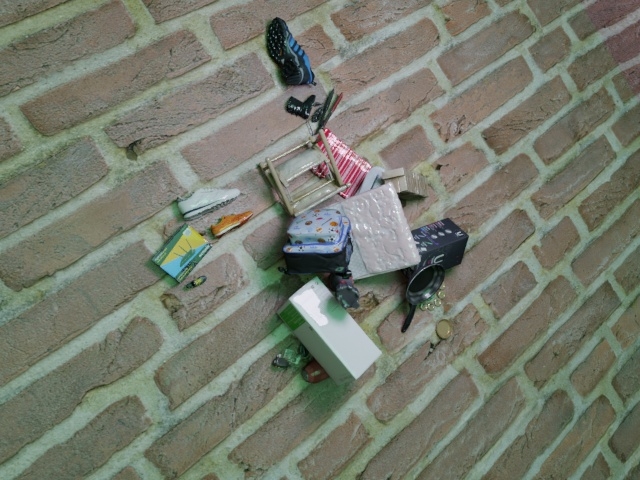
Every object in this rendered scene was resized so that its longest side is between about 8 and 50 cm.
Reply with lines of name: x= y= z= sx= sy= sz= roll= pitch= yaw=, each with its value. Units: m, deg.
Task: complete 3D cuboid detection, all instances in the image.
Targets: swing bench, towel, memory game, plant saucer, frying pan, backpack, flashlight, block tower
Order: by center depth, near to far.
backpack: x=0.000 y=0.000 z=1.750 sx=0.276 sy=0.263 sz=0.213 roll=3 pitch=115 yaw=14
flashlight: x=0.083 y=0.171 z=1.751 sx=0.103 sy=0.304 sz=0.103 roll=-3 pitch=95 yaw=0
swing bench: x=-0.061 y=-0.252 z=1.844 sx=0.253 sy=0.165 sz=0.255 roll=-30 pitch=100 yaw=-13
towel: x=0.191 y=-0.024 z=1.859 sx=0.316 sy=0.053 sz=0.332 roll=-18 pitch=98 yaw=21
block tower: x=0.356 y=-0.225 z=1.952 sx=0.335 sy=0.090 sz=0.097 roll=3 pitch=79 yaw=-61
frying pan: x=0.419 y=0.222 z=1.958 sx=0.197 sy=0.053 sz=0.326 roll=-19 pitch=132 yaw=-23
towel: x=0.075 y=-0.317 z=1.989 sx=0.274 sy=0.031 sz=0.199 roll=38 pitch=73 yaw=-12
memory game: x=0.467 y=0.213 z=2.069 sx=0.186 sy=0.012 sz=0.186 roll=3 pitch=82 yaw=-19
plant saucer: x=0.537 y=0.383 z=2.070 sx=0.083 sy=0.015 sz=0.084 roll=3 pitch=82 yaw=-20

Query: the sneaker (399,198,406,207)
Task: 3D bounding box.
sneaker: x=0.307 y=-0.212 z=2.036 sx=0.188 sy=0.071 sz=0.066 roll=44 pitch=71 yaw=-9

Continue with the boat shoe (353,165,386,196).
boat shoe: x=0.178 y=-0.144 z=1.953 sx=0.121 sy=0.119 sz=0.335 roll=33 pitch=96 yaw=8

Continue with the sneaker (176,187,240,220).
sneaker: x=-0.412 y=-0.158 z=1.764 sx=0.235 sy=0.090 sz=0.095 roll=-23 pitch=82 yaw=-23

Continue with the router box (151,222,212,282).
router box: x=-0.499 y=0.047 z=1.722 sx=0.133 sy=0.046 sz=0.179 roll=41 pitch=72 yaw=-10

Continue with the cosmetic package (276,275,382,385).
cosmetic package: x=0.027 y=0.336 z=1.752 sx=0.155 sy=0.197 sz=0.366 roll=-37 pitch=82 yaw=-30

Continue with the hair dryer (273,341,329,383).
hair dryer: x=-0.018 y=0.433 z=1.827 sx=0.293 sy=0.080 sz=0.224 roll=28 pitch=74 yaw=-15

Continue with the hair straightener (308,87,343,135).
hair straightener: x=0.009 y=-0.542 z=1.996 sx=0.089 sy=0.047 sz=0.231 roll=27 pitch=80 yaw=3

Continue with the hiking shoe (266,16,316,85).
hiking shoe: x=-0.123 y=-0.767 z=1.955 sx=0.132 sy=0.113 sz=0.304 roll=-11 pitch=79 yaw=-51

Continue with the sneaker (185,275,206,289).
sneaker: x=-0.451 y=0.155 z=1.730 sx=0.083 sy=0.035 sz=0.031 roll=-30 pitch=94 yaw=-21

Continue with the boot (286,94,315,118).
boot: x=-0.080 y=-0.567 z=1.960 sx=0.099 sy=0.045 sz=0.121 roll=21 pitch=75 yaw=-11

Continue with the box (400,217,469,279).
box: x=0.459 y=0.039 z=1.985 sx=0.270 sy=0.165 sz=0.143 roll=-19 pitch=45 yaw=-21

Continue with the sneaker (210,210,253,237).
sneaker: x=-0.333 y=-0.075 z=1.791 sx=0.175 sy=0.064 sz=0.067 roll=-29 pitch=83 yaw=-24
